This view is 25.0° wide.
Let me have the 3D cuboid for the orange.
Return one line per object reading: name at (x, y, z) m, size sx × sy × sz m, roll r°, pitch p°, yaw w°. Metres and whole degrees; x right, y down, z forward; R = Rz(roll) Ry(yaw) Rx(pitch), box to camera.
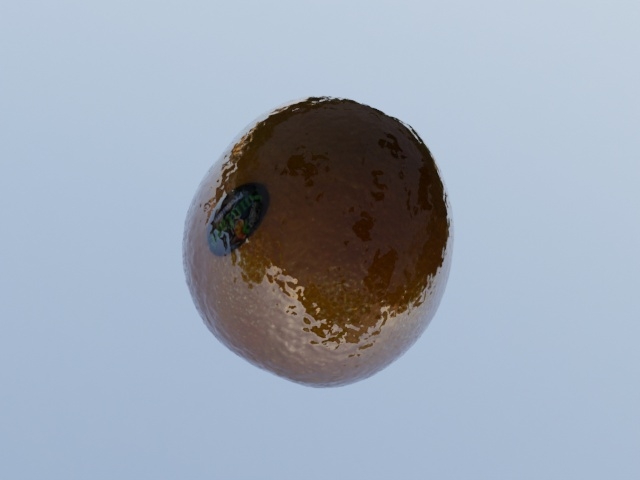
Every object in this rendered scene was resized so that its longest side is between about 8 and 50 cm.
orange at (0.000, 0.000, 1.003) m, size 0.206 × 0.206 × 0.206 m, roll 19°, pitch -144°, yaw -14°
